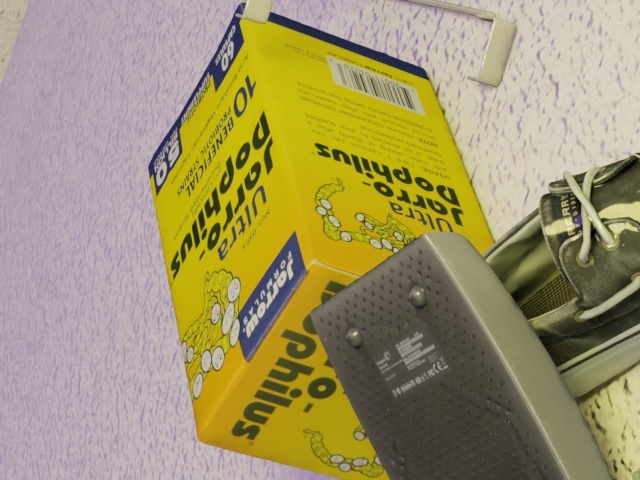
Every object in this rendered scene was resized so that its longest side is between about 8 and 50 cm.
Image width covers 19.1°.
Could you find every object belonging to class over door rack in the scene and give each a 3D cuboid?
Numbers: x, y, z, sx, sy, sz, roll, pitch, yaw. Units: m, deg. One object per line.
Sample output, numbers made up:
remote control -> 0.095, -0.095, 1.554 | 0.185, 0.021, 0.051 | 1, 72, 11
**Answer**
over door rack -> 0.014, -0.252, 1.646 | 0.324, 0.239, 0.108 | -126, 52, -61

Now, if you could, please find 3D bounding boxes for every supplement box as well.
supplement box -> 0.000, 0.000, 1.557 | 0.194, 0.195, 0.356 | -58, 29, 29

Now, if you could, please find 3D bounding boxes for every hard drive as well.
hard drive -> 0.104, 0.127, 1.285 | 0.172, 0.054, 0.255 | -37, 79, 52

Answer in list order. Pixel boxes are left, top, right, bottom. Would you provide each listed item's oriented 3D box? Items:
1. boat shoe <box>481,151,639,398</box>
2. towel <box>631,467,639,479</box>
boat shoe -> 0.193, 0.008, 1.244 | 0.335, 0.119, 0.121 | -48, 35, 42
towel -> 0.221, 0.173, 1.211 | 0.060, 0.009, 0.083 | -43, 38, 48
